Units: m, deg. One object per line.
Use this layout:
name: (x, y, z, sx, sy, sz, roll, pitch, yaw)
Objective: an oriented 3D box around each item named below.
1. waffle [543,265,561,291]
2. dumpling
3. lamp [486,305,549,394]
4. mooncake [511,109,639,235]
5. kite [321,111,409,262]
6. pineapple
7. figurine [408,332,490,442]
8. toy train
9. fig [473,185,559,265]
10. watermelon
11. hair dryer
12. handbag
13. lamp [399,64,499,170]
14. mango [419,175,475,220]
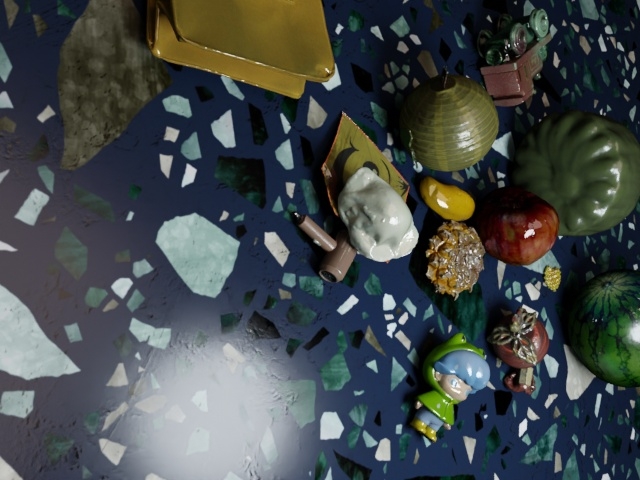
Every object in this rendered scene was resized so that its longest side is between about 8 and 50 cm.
waffle: (0.710, 0.113, 2.196, 0.085, 0.016, 0.078, 26, 68, -34)
dumpling: (0.120, -0.048, 1.601, 0.151, 0.124, 0.229, -39, 101, -10)
lamp: (0.555, 0.297, 1.956, 0.223, 0.151, 0.215, 32, 69, -34)
mooncake: (0.717, -0.188, 2.028, 0.194, 0.356, 0.356, 1, 83, -37)
kite: (0.121, -0.128, 1.715, 0.327, 0.013, 0.377, -6, 79, -47)
pineapple: (0.360, 0.049, 1.860, 0.225, 0.076, 0.225, -5, 98, -39)
figurine: (0.310, 0.360, 1.759, 0.162, 0.143, 0.263, 37, 79, -22)
toy train: (0.583, -0.547, 2.111, 0.304, 0.150, 0.221, -41, 120, -37)
fig: (0.529, -0.036, 1.942, 0.263, 0.224, 0.224, 22, 68, -59)
watermelon: (0.911, 0.260, 2.141, 0.363, 0.363, 0.363, 6, 80, -39)
hair dryer: (0.000, 0.000, 1.598, 0.182, 0.064, 0.117, 41, 59, -19)
handbag: (-0.162, -0.468, 1.483, 0.401, 0.133, 0.283, 6, 75, -39)
lamp: (0.308, -0.305, 1.753, 0.250, 0.250, 0.284, -56, 147, -30)
mango: (0.333, -0.104, 1.874, 0.190, 0.075, 0.098, 23, 64, -34)
